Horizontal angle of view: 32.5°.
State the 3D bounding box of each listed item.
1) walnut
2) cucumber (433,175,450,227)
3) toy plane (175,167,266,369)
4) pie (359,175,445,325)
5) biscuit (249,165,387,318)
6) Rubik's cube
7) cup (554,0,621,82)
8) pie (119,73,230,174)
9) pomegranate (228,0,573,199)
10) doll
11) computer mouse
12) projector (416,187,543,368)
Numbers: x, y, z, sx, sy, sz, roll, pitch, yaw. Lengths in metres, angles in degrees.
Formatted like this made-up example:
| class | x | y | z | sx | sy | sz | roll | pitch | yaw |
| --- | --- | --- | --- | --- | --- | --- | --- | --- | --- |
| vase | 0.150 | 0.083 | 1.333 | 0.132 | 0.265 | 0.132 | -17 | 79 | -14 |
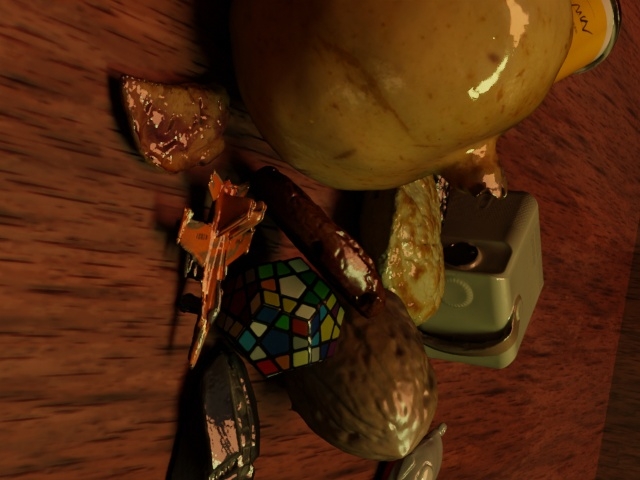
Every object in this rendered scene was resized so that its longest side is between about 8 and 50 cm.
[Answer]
| class | x | y | z | sx | sy | sz | roll | pitch | yaw |
| --- | --- | --- | --- | --- | --- | --- | --- | --- | --- |
| walnut | 0.045 | 0.148 | 1.226 | 0.178 | 0.230 | 0.178 | -16 | 139 | -14 |
| cucumber | 0.153 | -0.130 | 1.488 | 0.072 | 0.072 | 0.300 | -9 | 106 | -62 |
| toy plane | -0.110 | 0.027 | 1.050 | 0.135 | 0.062 | 0.188 | 10 | 103 | -64 |
| pie | 0.102 | -0.012 | 1.378 | 0.201 | 0.090 | 0.248 | 57 | 33 | -52 |
| biscuit | 0.000 | 0.000 | 1.121 | 0.049 | 0.192 | 0.192 | -39 | 143 | -6 |
| Rubik's cube | -0.041 | 0.079 | 1.131 | 0.112 | 0.133 | 0.133 | -89 | 177 | -67 |
| cup | 0.324 | -0.310 | 1.657 | 0.279 | 0.196 | 0.196 | -40 | 133 | -43 |
| pie | -0.126 | -0.106 | 0.988 | 0.170 | 0.034 | 0.092 | -19 | 112 | -61 |
| pomegranate | 0.080 | -0.183 | 1.047 | 0.342 | 0.342 | 0.342 | -30 | 125 | -57 |
| doll | 0.120 | 0.348 | 1.585 | 0.227 | 0.075 | 0.102 | -47 | 156 | -32 |
| computer mouse | -0.099 | 0.210 | 1.116 | 0.106 | 0.062 | 0.192 | 0 | 100 | -63 |
| projector | 0.226 | 0.057 | 1.595 | 0.242 | 0.163 | 0.177 | -56 | 143 | -43 |
